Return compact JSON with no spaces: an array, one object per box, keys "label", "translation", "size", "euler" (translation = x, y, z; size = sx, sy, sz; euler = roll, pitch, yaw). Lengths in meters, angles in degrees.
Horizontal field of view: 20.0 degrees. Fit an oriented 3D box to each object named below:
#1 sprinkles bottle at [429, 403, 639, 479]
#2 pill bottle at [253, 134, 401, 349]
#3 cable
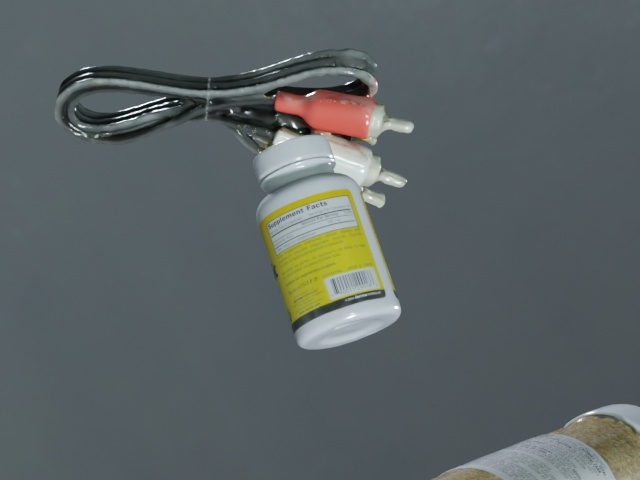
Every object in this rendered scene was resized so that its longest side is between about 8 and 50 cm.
[{"label":"sprinkles bottle","translation":[0.173,0.222,1.475],"size":[0.355,0.121,0.121],"euler":[-10,61,-53]},{"label":"pill bottle","translation":[0.000,0.000,1.062],"size":[0.065,0.065,0.116],"euler":[28,42,-70]},{"label":"cable","translation":[-0.066,-0.100,1.448],"size":[0.287,0.139,0.072],"euler":[8,47,-10]}]
